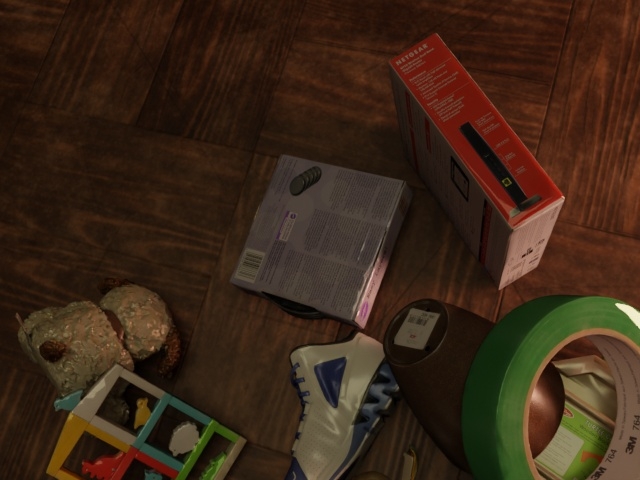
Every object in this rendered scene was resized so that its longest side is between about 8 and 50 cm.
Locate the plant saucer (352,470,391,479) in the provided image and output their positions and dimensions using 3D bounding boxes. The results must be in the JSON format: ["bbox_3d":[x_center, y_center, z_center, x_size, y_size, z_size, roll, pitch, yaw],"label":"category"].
[{"bbox_3d":[0.081,0.407,1.172,0.083,0.015,0.083,-3,73,9],"label":"plant saucer"}]

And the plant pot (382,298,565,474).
[{"bbox_3d":[0.197,0.187,1.064,0.215,0.230,0.215,-30,35,24],"label":"plant pot"}]

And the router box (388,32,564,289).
[{"bbox_3d":[0.228,-0.103,1.137,0.082,0.335,0.301,-32,71,0],"label":"router box"}]

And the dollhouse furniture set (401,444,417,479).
[{"bbox_3d":[0.149,0.394,1.135,0.058,0.076,0.152,8,85,14],"label":"dollhouse furniture set"}]

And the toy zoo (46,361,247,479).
[{"bbox_3d":[-0.288,0.324,1.170,0.293,0.030,0.192,34,81,-15],"label":"toy zoo"}]

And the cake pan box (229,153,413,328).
[{"bbox_3d":[0.000,0.000,1.262,0.245,0.070,0.267,13,74,27],"label":"cake pan box"}]

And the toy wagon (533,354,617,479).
[{"bbox_3d":[0.414,0.285,1.128,0.267,0.068,0.344,34,81,17],"label":"toy wagon"}]

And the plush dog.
[{"bbox_3d":[-0.358,0.159,1.249,0.225,0.211,0.262,-31,70,-30],"label":"plush dog"}]

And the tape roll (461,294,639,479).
[{"bbox_3d":[0.339,0.233,0.989,0.321,0.077,0.321,1,88,-24],"label":"tape roll"}]

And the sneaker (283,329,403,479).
[{"bbox_3d":[0.005,0.268,1.181,0.182,0.127,0.315,31,73,21],"label":"sneaker"}]
